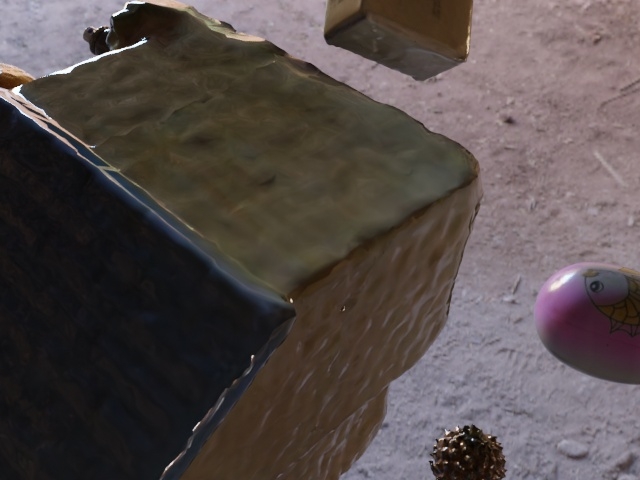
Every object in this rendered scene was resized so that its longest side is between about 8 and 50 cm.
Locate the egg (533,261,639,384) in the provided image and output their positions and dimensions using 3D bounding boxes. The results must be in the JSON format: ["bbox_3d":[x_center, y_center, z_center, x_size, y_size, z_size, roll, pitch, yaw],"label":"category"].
[{"bbox_3d":[0.493,0.140,1.215,0.271,0.196,0.196,16,44,5],"label":"egg"}]

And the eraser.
[{"bbox_3d":[0.091,-0.354,0.784,0.144,0.078,0.343,14,74,-32],"label":"eraser"}]

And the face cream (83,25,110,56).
[{"bbox_3d":[-0.377,-0.371,1.544,0.283,0.073,0.073,31,50,11],"label":"face cream"}]

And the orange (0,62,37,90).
[{"bbox_3d":[-0.441,-0.129,0.961,0.219,0.193,0.219,-3,82,24],"label":"orange"}]

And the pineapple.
[{"bbox_3d":[0.313,0.466,1.554,0.166,0.193,0.166,4,25,-2],"label":"pineapple"}]

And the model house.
[{"bbox_3d":[-0.128,0.080,0.543,0.335,0.382,0.343,34,51,29],"label":"model house"}]
